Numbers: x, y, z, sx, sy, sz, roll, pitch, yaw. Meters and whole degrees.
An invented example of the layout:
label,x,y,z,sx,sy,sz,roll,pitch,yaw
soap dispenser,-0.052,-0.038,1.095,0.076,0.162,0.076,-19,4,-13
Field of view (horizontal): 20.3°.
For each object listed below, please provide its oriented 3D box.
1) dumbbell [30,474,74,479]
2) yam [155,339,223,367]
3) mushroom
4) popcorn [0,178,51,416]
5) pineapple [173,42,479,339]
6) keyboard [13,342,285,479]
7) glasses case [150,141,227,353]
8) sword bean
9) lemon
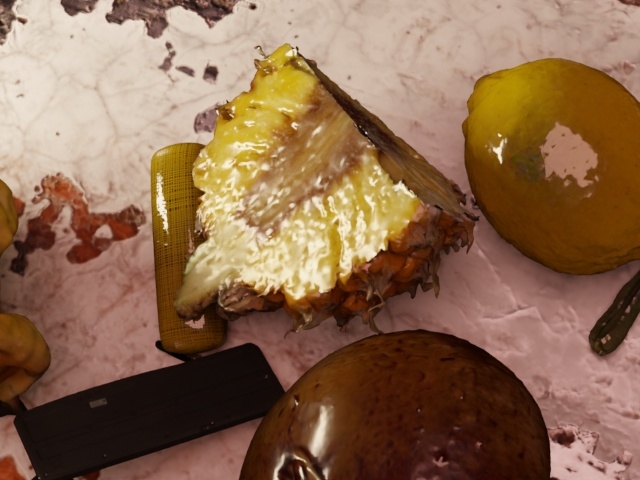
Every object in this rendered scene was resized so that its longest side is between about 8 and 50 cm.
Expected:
label,x,y,z,sx,sy,sz,roll,pitch,yaw
dumbbell,-0.234,0.331,1.796,0.325,0.143,0.143,29,79,12
yam,-0.129,0.130,1.909,0.107,0.014,0.014,23,78,12
mushroom,0.107,0.266,1.723,0.356,0.331,0.334,27,47,-12
popcorn,-0.434,0.050,1.832,0.349,0.349,0.381,-36,113,-5
pineapple,-0.003,0.003,1.872,0.286,0.209,0.344,-48,46,12
keyboard,-0.219,0.187,1.816,0.381,0.041,0.103,-11,48,-26
glasses case,-0.140,0.006,1.920,0.079,0.064,0.234,-8,73,10
sword bean,0.375,0.017,1.879,0.269,0.038,0.043,-46,50,-7
lemon,0.252,-0.076,1.831,0.204,0.204,0.260,-42,75,-6
